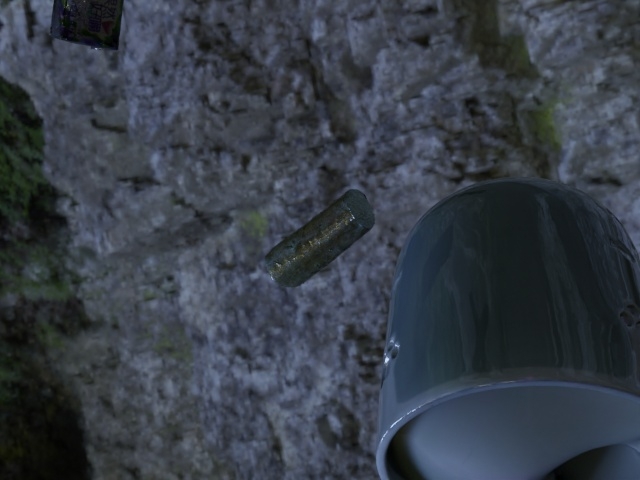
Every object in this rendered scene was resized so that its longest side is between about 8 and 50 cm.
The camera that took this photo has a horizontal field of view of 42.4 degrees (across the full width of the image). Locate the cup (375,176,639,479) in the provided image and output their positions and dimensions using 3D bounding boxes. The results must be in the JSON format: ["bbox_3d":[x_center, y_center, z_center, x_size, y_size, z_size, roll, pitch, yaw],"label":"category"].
[{"bbox_3d":[0.207,0.133,0.817,0.259,0.357,0.275,-10,-137,18],"label":"cup"}]

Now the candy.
[{"bbox_3d":[-0.300,-0.417,1.113,0.088,0.313,0.061,3,-166,-30],"label":"candy"}]

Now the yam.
[{"bbox_3d":[0.000,0.000,0.907,0.132,0.054,0.054,-38,168,27],"label":"yam"}]
